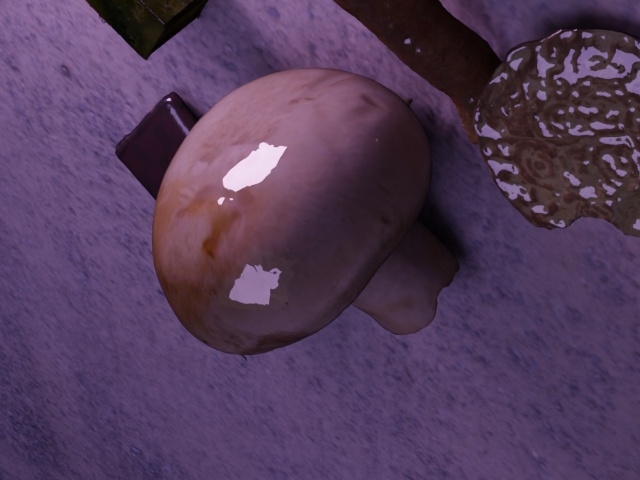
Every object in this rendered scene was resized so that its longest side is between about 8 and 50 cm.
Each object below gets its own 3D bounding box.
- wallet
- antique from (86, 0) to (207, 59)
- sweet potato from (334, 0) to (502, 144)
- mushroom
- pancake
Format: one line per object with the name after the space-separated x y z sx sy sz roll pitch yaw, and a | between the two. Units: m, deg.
-0.123 -0.049 1.820 0.229 0.049 0.182 49 151 -3 | wallet
-0.210 -0.288 1.592 0.221 0.080 0.081 46 150 2 | antique
0.045 -0.226 1.321 0.385 0.109 0.109 52 150 -14 | sweet potato
0.000 0.000 1.523 0.292 0.292 0.290 3 148 51 | mushroom
0.232 -0.074 1.303 0.235 0.029 0.212 23 135 16 | pancake
